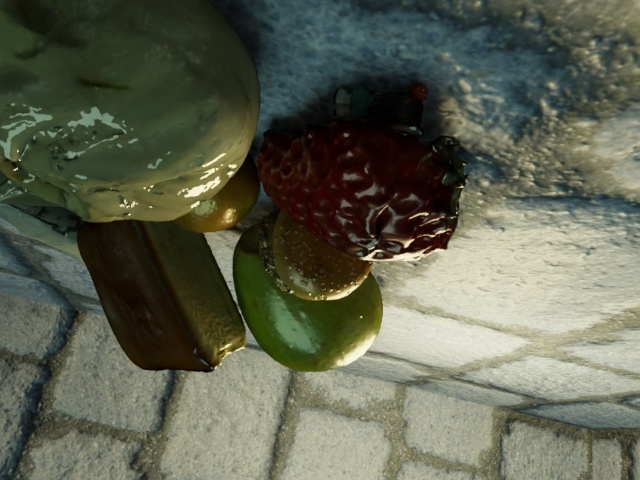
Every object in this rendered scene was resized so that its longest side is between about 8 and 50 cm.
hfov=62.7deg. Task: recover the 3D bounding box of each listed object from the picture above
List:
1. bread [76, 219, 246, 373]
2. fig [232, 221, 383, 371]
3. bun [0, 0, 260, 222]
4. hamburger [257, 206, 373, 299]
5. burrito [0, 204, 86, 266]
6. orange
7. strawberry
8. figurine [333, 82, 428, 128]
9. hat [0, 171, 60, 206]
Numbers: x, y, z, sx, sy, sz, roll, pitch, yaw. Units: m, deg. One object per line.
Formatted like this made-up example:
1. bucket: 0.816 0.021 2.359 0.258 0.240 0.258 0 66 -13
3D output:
1. bread: -0.313 0.085 1.000 0.323 0.143 0.333 -18 98 49
2. fig: -0.034 0.091 0.985 0.258 0.258 0.326 -8 132 38
3. bun: -0.248 -0.148 0.539 0.362 0.235 0.326 22 161 -7
4. hamburger: -0.008 0.002 0.815 0.191 0.182 0.118 17 163 -20
5. burrito: -0.567 -0.054 1.070 0.139 0.101 0.445 4 156 27
6. orange: -0.165 -0.081 0.755 0.156 0.134 0.156 19 -171 -3
7. strawberry: 0.042 -0.053 0.647 0.280 0.150 0.253 11 176 4
8. figurine: 0.068 -0.155 0.601 0.106 0.047 0.060 12 116 15
9. hat: -0.459 -0.141 0.867 0.214 0.149 0.244 -23 176 43
